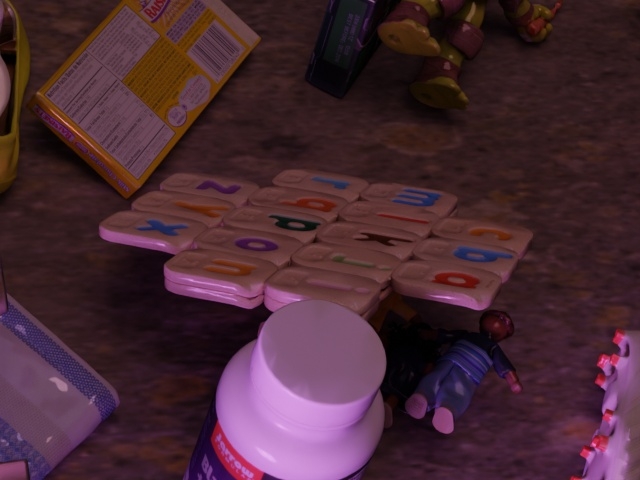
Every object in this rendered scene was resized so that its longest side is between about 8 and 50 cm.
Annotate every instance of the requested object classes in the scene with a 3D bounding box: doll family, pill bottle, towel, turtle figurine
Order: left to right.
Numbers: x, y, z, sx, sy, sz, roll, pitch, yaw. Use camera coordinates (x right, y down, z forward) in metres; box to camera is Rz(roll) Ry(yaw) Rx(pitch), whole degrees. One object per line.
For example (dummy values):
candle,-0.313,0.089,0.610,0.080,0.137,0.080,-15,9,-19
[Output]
towel,-0.292,0.123,1.242,0.209,0.034,0.285,38,52,11
pill bottle,-0.021,0.126,1.219,0.108,0.193,0.108,9,49,-11
doll family,0.055,0.066,1.381,0.193,0.076,0.111,37,45,7
turtle figurine,0.129,-0.230,1.567,0.087,0.269,0.217,23,66,25

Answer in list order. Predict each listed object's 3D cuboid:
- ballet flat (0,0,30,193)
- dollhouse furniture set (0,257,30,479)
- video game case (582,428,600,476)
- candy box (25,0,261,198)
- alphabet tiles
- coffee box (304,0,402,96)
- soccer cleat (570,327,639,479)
ballet flat,-0.253,-0.135,1.438,0.077,0.077,0.231,3,50,-15
dollhouse furniture set,-0.294,0.171,1.142,0.286,0.198,0.303,-9,91,-2
video game case,0.245,0.192,1.375,0.122,0.011,0.087,22,48,1
candy box,-0.133,-0.132,1.489,0.105,0.027,0.206,42,48,-7
alphabet tiles,0.000,0.000,1.344,0.278,0.021,0.284,9,18,14
coffee box,0.053,-0.215,1.584,0.040,0.113,0.184,28,47,7
soccer cleat,0.228,0.141,1.362,0.076,0.068,0.196,24,45,-2
